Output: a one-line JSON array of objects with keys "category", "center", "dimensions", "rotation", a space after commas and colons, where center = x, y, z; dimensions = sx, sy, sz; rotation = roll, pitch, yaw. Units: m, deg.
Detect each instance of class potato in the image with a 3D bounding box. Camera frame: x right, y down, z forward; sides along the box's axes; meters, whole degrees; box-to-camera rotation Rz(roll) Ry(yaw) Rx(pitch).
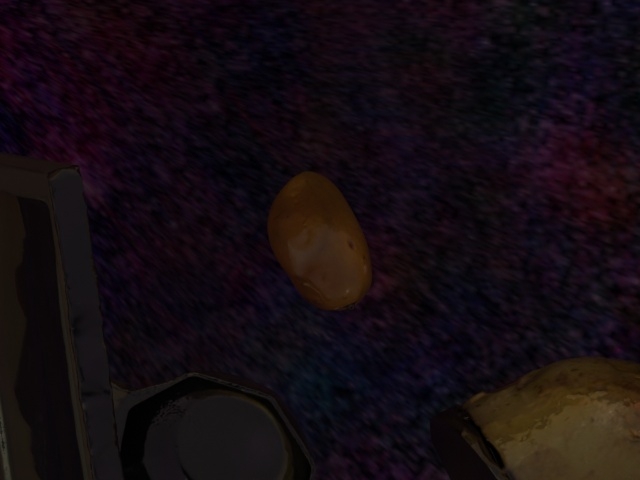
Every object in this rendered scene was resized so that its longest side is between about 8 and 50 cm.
[{"category": "potato", "center": [0.109, 0.077, 0.786], "dimensions": [0.103, 0.096, 0.066], "rotation": [-31, 122, -15]}]

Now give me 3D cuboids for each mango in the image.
[{"category": "mango", "center": [0.000, 0.000, 1.356], "dimensions": [0.060, 0.114, 0.080], "rotation": [-29, 143, 8]}]

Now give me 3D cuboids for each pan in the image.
[{"category": "pan", "center": [-0.084, 0.109, 1.241], "dimensions": [0.128, 0.048, 0.202], "rotation": [-28, 101, 18]}]

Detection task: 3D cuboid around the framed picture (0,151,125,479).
[{"category": "framed picture", "center": [-0.116, 0.093, 0.849], "dimensions": [0.018, 0.192, 0.265], "rotation": [-10, 97, -21]}]
